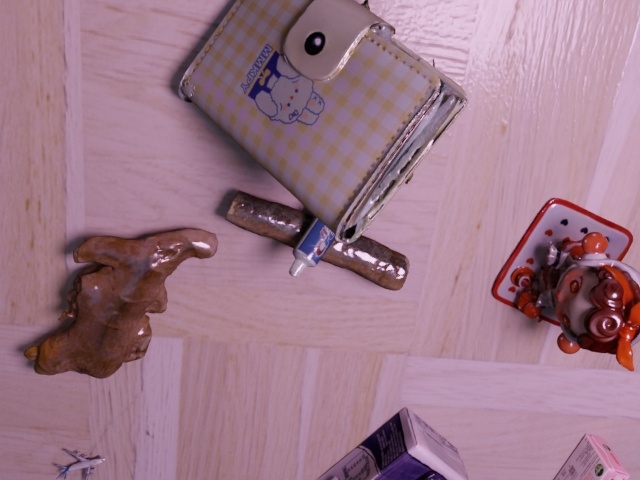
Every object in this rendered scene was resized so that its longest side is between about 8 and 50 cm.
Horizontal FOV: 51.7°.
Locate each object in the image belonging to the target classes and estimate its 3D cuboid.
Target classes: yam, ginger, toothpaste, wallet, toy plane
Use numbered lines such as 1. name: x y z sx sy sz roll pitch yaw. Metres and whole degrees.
1. yam: 0.000 0.000 0.934 0.274 0.061 0.061 22 110 -11
2. ginger: -0.299 0.092 0.943 0.166 0.080 0.333 30 112 -27
3. toothpaste: 0.016 -0.032 0.894 0.057 0.035 0.197 39 76 -19
4. wallet: -0.013 -0.171 0.758 0.309 0.077 0.223 44 109 25
5. toy plane: -0.394 0.371 1.089 0.084 0.024 0.078 -20 113 -1

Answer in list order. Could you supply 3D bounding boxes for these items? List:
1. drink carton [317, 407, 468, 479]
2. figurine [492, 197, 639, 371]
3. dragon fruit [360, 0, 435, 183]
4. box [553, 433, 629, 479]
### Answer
1. drink carton: 0.114 0.405 1.092 0.134 0.102 0.222 41 105 -20
2. figurine: 0.372 0.082 0.898 0.160 0.226 0.183 22 110 -13
3. dragon fruit: 0.072 -0.177 0.827 0.137 0.135 0.236 3 91 -14
4. box: 0.453 0.406 1.117 0.043 0.089 0.125 20 112 -12
